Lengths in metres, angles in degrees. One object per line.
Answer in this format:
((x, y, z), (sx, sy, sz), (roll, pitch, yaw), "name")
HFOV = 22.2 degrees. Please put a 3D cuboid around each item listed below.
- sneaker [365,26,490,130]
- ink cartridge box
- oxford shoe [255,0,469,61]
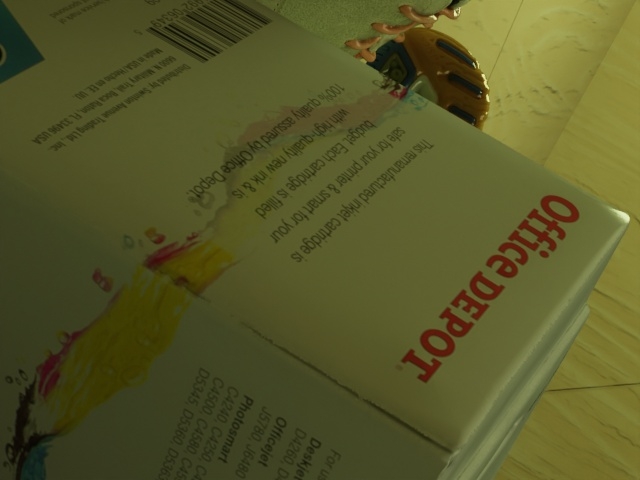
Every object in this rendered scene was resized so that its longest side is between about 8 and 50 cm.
((0.000, 0.000, 1.054), (0.296, 0.112, 0.131), (-51, -173, -17), "sneaker")
((-0.056, 0.034, 0.658), (0.198, 0.270, 0.197), (-42, 159, -54), "ink cartridge box")
((-0.008, -0.119, 0.771), (0.140, 0.146, 0.397), (-46, 163, -55), "oxford shoe")
